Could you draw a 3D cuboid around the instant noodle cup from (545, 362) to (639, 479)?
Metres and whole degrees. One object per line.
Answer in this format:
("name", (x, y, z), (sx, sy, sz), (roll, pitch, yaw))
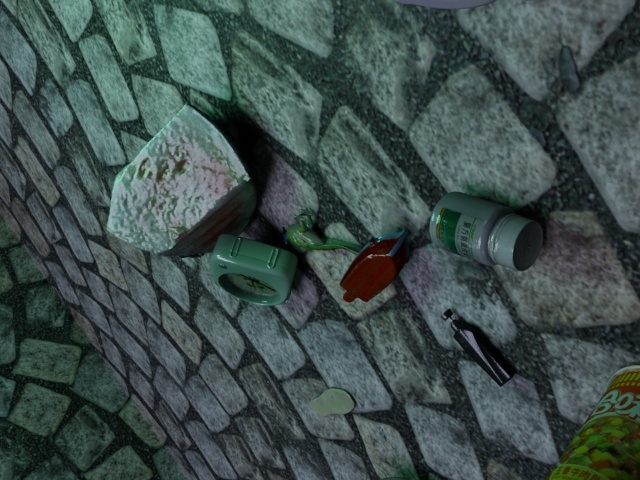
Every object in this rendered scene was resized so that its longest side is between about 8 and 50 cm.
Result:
("instant noodle cup", (0.366, 0.279, 0.961), (0.193, 0.212, 0.193), (35, 143, 32))

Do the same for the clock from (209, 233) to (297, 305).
("clock", (-0.129, 0.069, 1.560), (0.159, 0.066, 0.211), (17, 153, 2))

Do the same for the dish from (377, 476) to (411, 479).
("dish", (0.191, 0.546, 1.593), (0.236, 0.086, 0.228), (-14, 108, 58))

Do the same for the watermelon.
("watermelon", (-0.272, -0.078, 1.491), (0.228, 0.258, 0.387), (54, 153, 5))

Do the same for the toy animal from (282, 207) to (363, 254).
("toy animal", (-0.006, -0.015, 1.389), (0.217, 0.041, 0.075), (8, 127, 47))

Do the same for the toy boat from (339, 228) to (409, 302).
("toy boat", (0.088, 0.039, 1.277), (0.069, 0.059, 0.173), (34, 138, -3))

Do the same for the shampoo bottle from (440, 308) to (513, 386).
("shampoo bottle", (0.233, 0.159, 1.220), (0.137, 0.027, 0.048), (49, 147, 13))

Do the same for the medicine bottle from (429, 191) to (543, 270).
("medicine bottle", (0.211, -0.010, 1.037), (0.130, 0.080, 0.080), (24, 137, 44))

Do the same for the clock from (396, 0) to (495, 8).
("clock", (0.103, -0.311, 0.801), (0.227, 0.090, 0.248), (27, 173, -35))

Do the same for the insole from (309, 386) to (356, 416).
("insole", (0.022, 0.344, 1.717), (0.063, 0.010, 0.192), (55, 149, 3))
